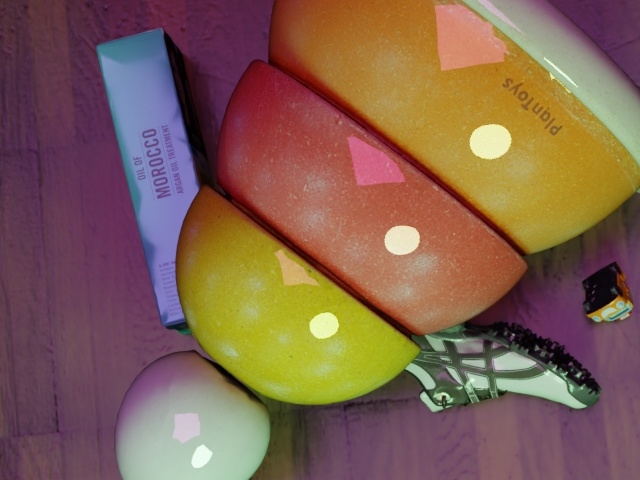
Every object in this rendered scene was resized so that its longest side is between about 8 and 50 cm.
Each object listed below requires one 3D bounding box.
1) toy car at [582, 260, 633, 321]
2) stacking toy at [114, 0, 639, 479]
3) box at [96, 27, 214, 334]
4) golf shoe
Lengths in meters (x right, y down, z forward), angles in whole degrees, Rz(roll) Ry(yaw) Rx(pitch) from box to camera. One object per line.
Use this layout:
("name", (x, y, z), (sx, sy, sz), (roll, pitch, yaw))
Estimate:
("toy car", (0.270, 0.025, 1.582), (0.122, 0.060, 0.040), (-40, 112, 8))
("stacking toy", (0.000, 0.000, 1.464), (0.350, 0.350, 0.480), (39, 89, 10))
("box", (-0.125, -0.047, 1.616), (0.060, 0.100, 0.244), (-14, 83, 4))
("golf shoe", (0.133, 0.108, 1.586), (0.198, 0.077, 0.094), (24, 98, 16))
